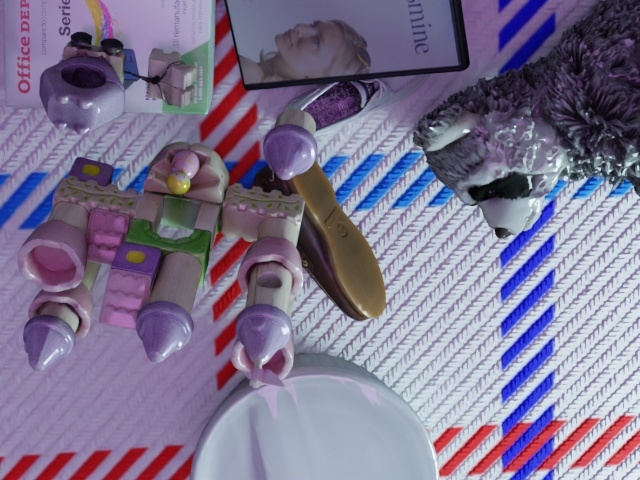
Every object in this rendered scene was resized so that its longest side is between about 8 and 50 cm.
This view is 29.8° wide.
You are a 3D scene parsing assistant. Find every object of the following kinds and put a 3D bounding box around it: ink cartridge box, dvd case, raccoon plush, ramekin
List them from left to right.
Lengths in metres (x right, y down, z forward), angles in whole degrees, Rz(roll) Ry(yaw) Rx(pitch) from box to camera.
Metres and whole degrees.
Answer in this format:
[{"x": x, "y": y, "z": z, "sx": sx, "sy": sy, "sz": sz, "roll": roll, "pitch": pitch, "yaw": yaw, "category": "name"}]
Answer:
[{"x": -0.218, "y": -0.215, "z": 1.251, "sx": 0.212, "sy": 0.093, "sz": 0.154, "roll": 3, "pitch": 104, "yaw": -2, "category": "ink cartridge box"}, {"x": -0.010, "y": 0.253, "z": 1.361, "sx": 0.272, "sy": 0.127, "sz": 0.273, "roll": -1, "pitch": 104, "yaw": -4, "category": "ramekin"}, {"x": 0.018, "y": -0.250, "z": 1.226, "sx": 0.253, "sy": 0.022, "sz": 0.180, "roll": -2, "pitch": 113, "yaw": 23, "category": "dvd case"}, {"x": 0.270, "y": -0.215, "z": 1.280, "sx": 0.299, "sy": 0.216, "sz": 0.446, "roll": 12, "pitch": 73, "yaw": 7, "category": "raccoon plush"}]

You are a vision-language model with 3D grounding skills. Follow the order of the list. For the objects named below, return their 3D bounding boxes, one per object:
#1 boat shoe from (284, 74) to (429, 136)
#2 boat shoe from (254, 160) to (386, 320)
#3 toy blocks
[{"x": 0.043, "y": -0.164, "z": 1.295, "sx": 0.184, "sy": 0.063, "sz": 0.066, "roll": -22, "pitch": 104, "yaw": 2, "category": "boat shoe"}, {"x": 0.000, "y": 0.000, "z": 1.335, "sx": 0.073, "sy": 0.073, "sz": 0.207, "roll": -19, "pitch": 104, "yaw": 40, "category": "boat shoe"}, {"x": -0.152, "y": 0.015, "z": 1.162, "sx": 0.288, "sy": 0.260, "sz": 0.309, "roll": 11, "pitch": 127, "yaw": 0, "category": "toy blocks"}]
